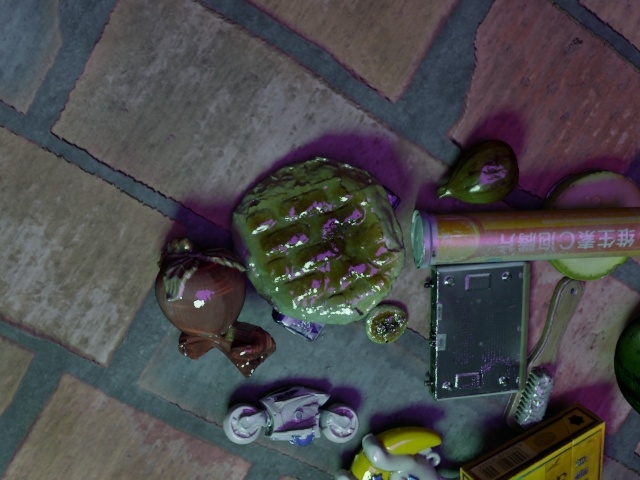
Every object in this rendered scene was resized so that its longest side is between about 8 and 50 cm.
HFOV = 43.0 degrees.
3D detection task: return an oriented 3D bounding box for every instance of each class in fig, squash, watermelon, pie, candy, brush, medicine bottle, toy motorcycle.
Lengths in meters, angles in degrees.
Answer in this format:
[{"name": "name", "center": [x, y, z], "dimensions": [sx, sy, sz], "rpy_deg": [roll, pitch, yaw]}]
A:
[{"name": "fig", "center": [0.277, -0.115, 1.450], "dimensions": [0.154, 0.103, 0.109], "rpy_deg": [-16, 70, 3]}, {"name": "squash", "center": [0.523, -0.029, 1.555], "dimensions": [0.219, 0.041, 0.219], "rpy_deg": [-3, 105, -12]}, {"name": "watermelon", "center": [0.689, 0.246, 1.557], "dimensions": [0.242, 0.242, 0.243], "rpy_deg": [-3, 105, -12]}, {"name": "pie", "center": [0.124, 0.157, 1.521], "dimensions": [0.084, 0.021, 0.084], "rpy_deg": [-3, 105, -11]}, {"name": "pie", "center": [0.000, 0.000, 1.379], "dimensions": [0.306, 0.071, 0.307], "rpy_deg": [0, 91, 6]}, {"name": "candy", "center": [0.029, 0.031, 1.447], "dimensions": [0.088, 0.061, 0.312], "rpy_deg": [30, 96, -15]}, {"name": "brush", "center": [0.448, 0.232, 1.595], "dimensions": [0.069, 0.065, 0.328], "rpy_deg": [16, 99, -14]}, {"name": "medicine bottle", "center": [0.382, -0.013, 1.463], "dimensions": [0.425, 0.108, 0.108], "rpy_deg": [-3, 105, -4]}, {"name": "toy motorcycle", "center": [-0.052, 0.322, 1.493], "dimensions": [0.254, 0.112, 0.113], "rpy_deg": [4, 103, -15]}]

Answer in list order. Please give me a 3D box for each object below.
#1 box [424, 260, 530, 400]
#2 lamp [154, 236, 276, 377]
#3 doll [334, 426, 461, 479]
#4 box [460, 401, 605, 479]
[{"name": "box", "center": [0.297, 0.170, 1.548], "dimensions": [0.210, 0.045, 0.270], "rpy_deg": [-2, 104, -11]}, {"name": "lamp", "center": [-0.178, 0.098, 1.358], "dimensions": [0.151, 0.215, 0.223], "rpy_deg": [-51, 134, -30]}, {"name": "doll", "center": [0.159, 0.463, 1.559], "dimensions": [0.237, 0.111, 0.252], "rpy_deg": [-43, 108, -2]}, {"name": "box", "center": [0.414, 0.466, 1.578], "dimensions": [0.301, 0.084, 0.193], "rpy_deg": [-21, 122, -23]}]
